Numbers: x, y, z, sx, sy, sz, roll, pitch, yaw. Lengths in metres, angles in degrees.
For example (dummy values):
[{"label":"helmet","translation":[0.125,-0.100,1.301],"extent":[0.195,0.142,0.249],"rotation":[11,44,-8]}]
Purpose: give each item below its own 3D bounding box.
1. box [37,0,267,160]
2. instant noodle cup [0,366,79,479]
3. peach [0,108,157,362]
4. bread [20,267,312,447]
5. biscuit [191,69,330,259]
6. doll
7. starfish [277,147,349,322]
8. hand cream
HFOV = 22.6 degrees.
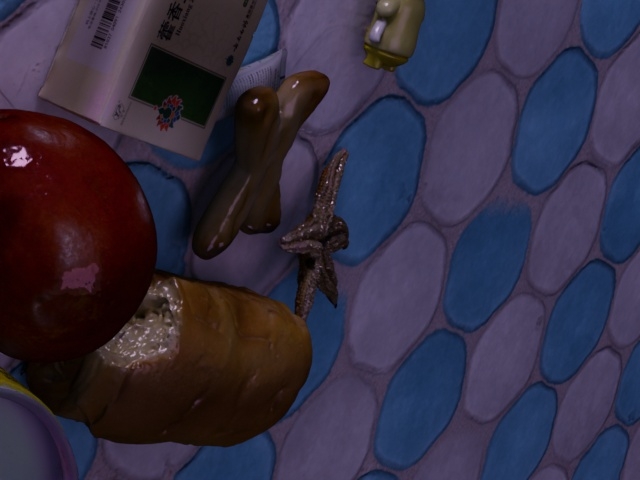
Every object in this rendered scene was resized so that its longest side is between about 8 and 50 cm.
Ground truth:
[{"label":"box","translation":[-0.159,-0.204,1.579],"extent":[0.168,0.095,0.212],"rotation":[18,95,-54]},{"label":"instant noodle cup","translation":[-0.375,0.198,1.348],"extent":[0.325,0.254,0.326],"rotation":[-18,117,-39]},{"label":"peach","translation":[-0.253,-0.009,1.445],"extent":[0.199,0.243,0.243],"rotation":[-29,138,-8]},{"label":"bread","translation":[-0.152,0.131,1.753],"extent":[0.344,0.149,0.195],"rotation":[13,101,-56]},{"label":"biscuit","translation":[-0.070,-0.086,1.783],"extent":[0.164,0.047,0.208],"rotation":[-29,144,-58]},{"label":"doll","translation":[0.097,-0.280,1.910],"extent":[0.106,0.062,0.162],"rotation":[-2,114,-63]},{"label":"starfish","translation":[-0.001,0.000,1.945],"extent":[0.227,0.043,0.240],"rotation":[58,46,-70]},{"label":"hand cream","translation":[-0.099,-0.159,1.744],"extent":[0.194,0.042,0.067],"rotation":[-27,127,-50]}]
